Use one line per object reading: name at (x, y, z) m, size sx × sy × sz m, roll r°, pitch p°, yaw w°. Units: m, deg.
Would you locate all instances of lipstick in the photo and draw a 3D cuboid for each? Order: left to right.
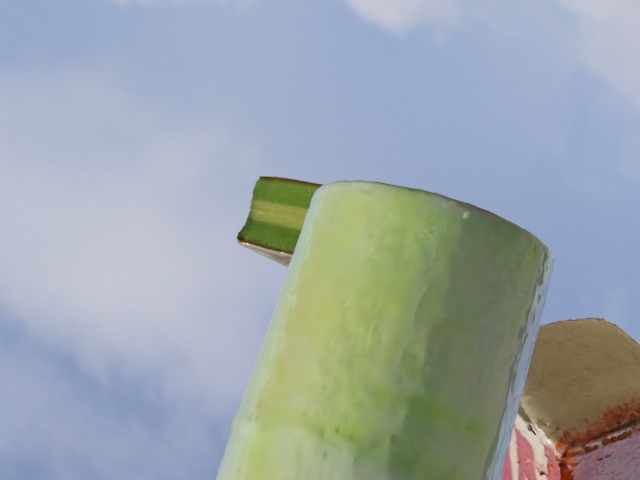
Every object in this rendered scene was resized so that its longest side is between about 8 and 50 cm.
lipstick at (-0.014, 0.135, 0.331) m, size 0.076 × 0.304 × 0.076 m, roll 17°, pitch 167°, yaw 4°

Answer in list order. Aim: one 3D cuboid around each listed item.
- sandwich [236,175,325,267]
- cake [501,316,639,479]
sandwich at (0.000, 0.000, 1.133) m, size 0.117 × 0.074 × 0.074 m, roll 12°, pitch -113°, yaw 20°
cake at (0.248, 0.197, 1.254) m, size 0.160 × 0.262 × 0.158 m, roll -24°, pitch -137°, yaw -12°
